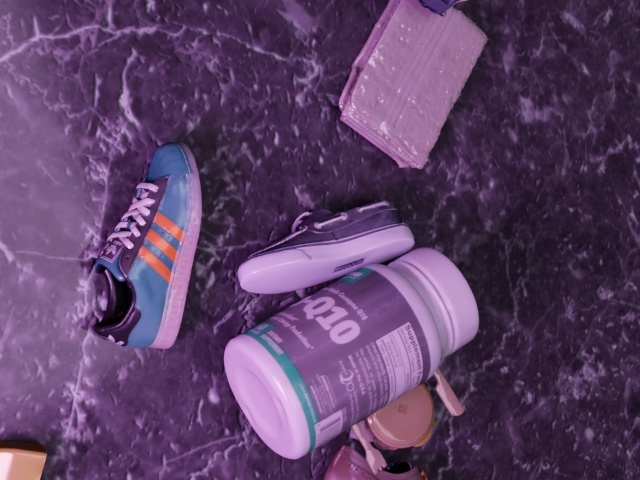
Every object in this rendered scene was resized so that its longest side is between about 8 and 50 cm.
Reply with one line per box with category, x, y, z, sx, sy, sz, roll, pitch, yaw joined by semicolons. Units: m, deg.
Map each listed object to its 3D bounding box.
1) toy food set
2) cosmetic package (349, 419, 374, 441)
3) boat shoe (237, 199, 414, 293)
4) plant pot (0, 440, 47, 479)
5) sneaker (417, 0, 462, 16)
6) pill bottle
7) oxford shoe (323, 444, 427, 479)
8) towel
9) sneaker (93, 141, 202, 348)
toy food set;0.126;0.277;1.872;0.192;0.038;0.132;-29;90;-25
cosmetic package;0.109;0.300;1.903;0.115;0.041;0.060;7;88;-29
boat shoe;0.000;0.000;1.798;0.301;0.108;0.102;-16;67;-24
plant pot;-0.428;0.316;1.589;0.083;0.081;0.081;16;85;-17
sneaker;0.172;-0.459;1.845;0.163;0.086;0.226;23;54;-28
pill bottle;0.053;0.161;1.774;0.361;0.204;0.204;-28;105;-26
oxford shoe;0.162;0.436;1.896;0.363;0.130;0.133;26;72;-30
towel;0.151;-0.273;1.894;0.187;0.049;0.282;36;74;-27
sneaker;-0.251;0.004;1.651;0.121;0.108;0.302;7;91;-33
